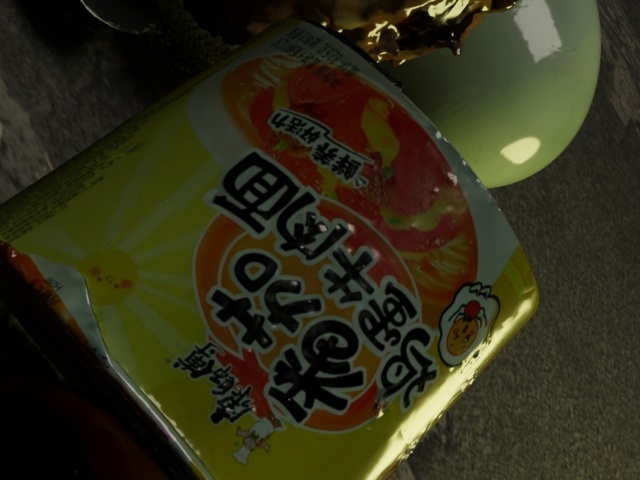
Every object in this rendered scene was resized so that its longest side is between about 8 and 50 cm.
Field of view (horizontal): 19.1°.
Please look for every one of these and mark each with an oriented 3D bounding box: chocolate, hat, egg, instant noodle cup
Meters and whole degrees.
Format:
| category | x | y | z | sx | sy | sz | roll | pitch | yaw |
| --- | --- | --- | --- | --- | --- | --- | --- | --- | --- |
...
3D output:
| category | x | y | z | sx | sy | sz | roll | pitch | yaw |
| --- | --- | --- | --- | --- | --- | --- | --- | --- | --- |
| chocolate | -0.127 | 0.151 | 0.847 | 0.177 | 0.177 | 0.176 | 46 | 28 | -34 |
| hat | -0.158 | -0.170 | 1.237 | 0.121 | 0.050 | 0.121 | 49 | 18 | -21 |
| egg | 0.110 | -0.204 | 1.606 | 0.230 | 0.230 | 0.371 | 38 | 28 | -44 |
| instant noodle cup | -0.028 | 0.028 | 0.965 | 0.264 | 0.200 | 0.264 | 47 | -13 | 14 |

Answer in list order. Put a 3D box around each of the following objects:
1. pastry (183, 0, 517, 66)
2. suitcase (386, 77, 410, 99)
| category | x | y | z | sx | sy | sz | roll | pitch | yaw |
| --- | --- | --- | --- | --- | --- | --- | --- | --- | --- |
| pastry | -0.029 | -0.287 | 1.313 | 0.405 | 0.292 | 0.337 | 34 | 7 | -13 |
| suitcase | 0.000 | 0.000 | 1.284 | 0.202 | 0.128 | 0.312 | 62 | 23 | -1 |
